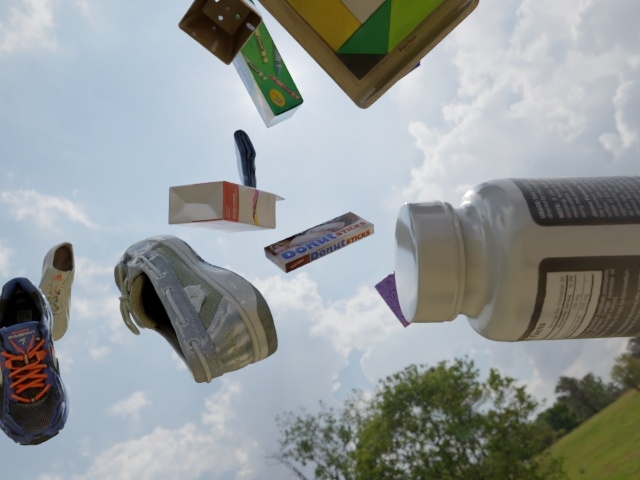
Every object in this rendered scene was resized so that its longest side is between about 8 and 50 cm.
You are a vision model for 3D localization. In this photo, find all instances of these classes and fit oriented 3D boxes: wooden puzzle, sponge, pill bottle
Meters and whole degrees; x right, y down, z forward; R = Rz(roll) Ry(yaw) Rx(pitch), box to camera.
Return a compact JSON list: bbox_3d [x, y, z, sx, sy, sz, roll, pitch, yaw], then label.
[{"bbox_3d":[0.055,-0.330,0.705,0.221,0.239,0.044,-39,12,27],"label":"wooden puzzle"},{"bbox_3d":[0.223,0.073,1.088,0.210,0.117,0.031,-38,-48,2],"label":"sponge"},{"bbox_3d":[0.248,0.019,0.568,0.318,0.176,0.176,-1,-38,-2],"label":"pill bottle"}]

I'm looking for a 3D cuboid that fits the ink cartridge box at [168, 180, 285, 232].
[{"bbox_3d":[-0.154,-0.052,0.917,0.115,0.067,0.198,-3,-5,27],"label":"ink cartridge box"}]

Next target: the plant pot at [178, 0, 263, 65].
[{"bbox_3d":[-0.172,-0.404,0.941,0.109,0.096,0.109,34,-59,-24],"label":"plant pot"}]

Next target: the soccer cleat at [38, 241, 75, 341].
[{"bbox_3d":[-0.509,0.094,1.013,0.068,0.196,0.076,15,-35,-40],"label":"soccer cleat"}]

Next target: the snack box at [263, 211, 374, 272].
[{"bbox_3d":[0.000,0.000,0.858,0.178,0.064,0.022,-24,-53,-28],"label":"snack box"}]

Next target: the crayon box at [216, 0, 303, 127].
[{"bbox_3d":[-0.149,-0.418,1.242,0.081,0.279,0.165,-29,8,-9],"label":"crayon box"}]

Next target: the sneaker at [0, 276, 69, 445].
[{"bbox_3d":[-0.360,0.139,0.634,0.083,0.221,0.087,-13,-33,-28],"label":"sneaker"}]

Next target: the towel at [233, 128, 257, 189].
[{"bbox_3d":[-0.136,-0.142,0.964,0.029,0.067,0.119,-16,-30,-12],"label":"towel"}]

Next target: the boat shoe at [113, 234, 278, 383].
[{"bbox_3d":[-0.179,0.075,0.623,0.103,0.320,0.118,-26,-60,-35],"label":"boat shoe"}]

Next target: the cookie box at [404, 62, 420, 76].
[{"bbox_3d":[0.143,-0.353,0.973,0.092,0.040,0.107,-38,-30,-17],"label":"cookie box"}]
